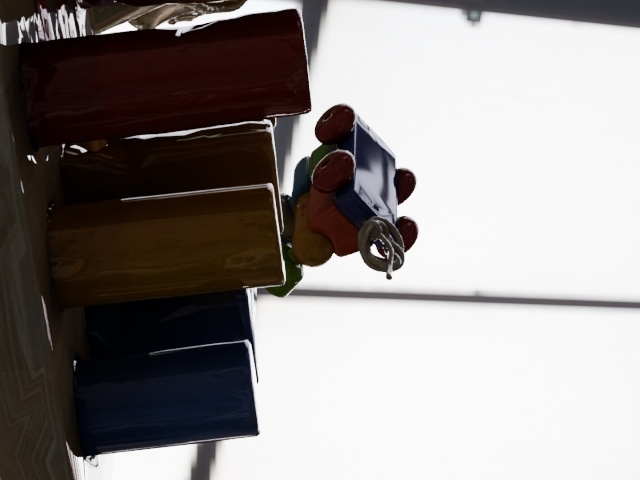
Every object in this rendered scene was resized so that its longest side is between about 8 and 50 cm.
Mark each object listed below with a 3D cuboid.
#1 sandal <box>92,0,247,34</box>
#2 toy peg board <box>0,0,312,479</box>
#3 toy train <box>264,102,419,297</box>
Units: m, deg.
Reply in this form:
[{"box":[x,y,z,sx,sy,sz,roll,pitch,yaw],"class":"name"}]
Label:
[{"box":[-0.063,-0.131,0.911,0.240,0.079,0.088,-7,-112,62],"class":"sandal"},{"box":[-0.032,-0.033,0.422,0.161,0.079,0.161,-95,178,-69],"class":"toy peg board"},{"box":[0.000,0.000,1.618,0.143,0.105,0.248,-36,-156,21],"class":"toy train"}]
